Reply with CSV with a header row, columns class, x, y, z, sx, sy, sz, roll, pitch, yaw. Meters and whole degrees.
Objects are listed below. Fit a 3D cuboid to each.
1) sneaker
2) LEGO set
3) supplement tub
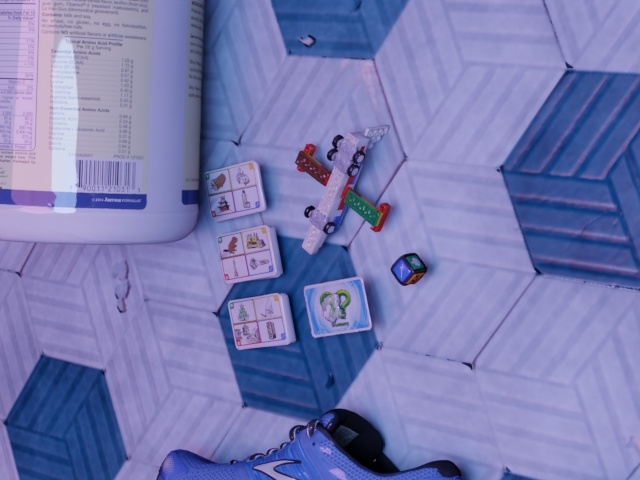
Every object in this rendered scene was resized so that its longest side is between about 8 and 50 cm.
class,x,y,z,sx,sy,sz,roll,pitch,yaw
sneaker,-0.006,0.226,1.200,0.330,0.130,0.147,5,80,32
LEGO set,0.000,0.000,1.228,0.244,0.060,0.182,-12,88,44
supplement tub,-0.230,-0.164,1.257,0.235,0.235,0.325,4,94,35
